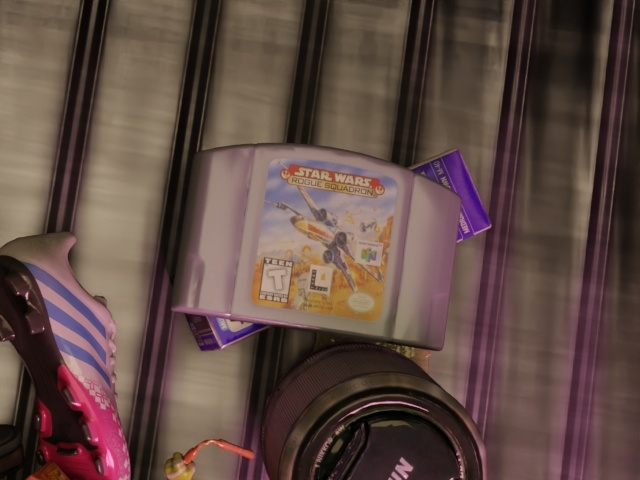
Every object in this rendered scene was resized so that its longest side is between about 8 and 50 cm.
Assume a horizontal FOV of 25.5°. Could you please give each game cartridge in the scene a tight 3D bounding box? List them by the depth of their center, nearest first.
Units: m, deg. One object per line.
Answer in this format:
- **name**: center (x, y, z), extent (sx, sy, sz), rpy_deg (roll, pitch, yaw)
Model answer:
- **game cartridge**: center (0.000, 0.000, 1.504), extent (0.297, 0.062, 0.198), rpy_deg (9, 87, -11)

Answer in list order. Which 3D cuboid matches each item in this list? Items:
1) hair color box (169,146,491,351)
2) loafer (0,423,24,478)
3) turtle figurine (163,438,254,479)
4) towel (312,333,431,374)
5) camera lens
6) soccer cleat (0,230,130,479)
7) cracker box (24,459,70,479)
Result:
- **hair color box**: center (0.006, 0.014, 1.624), extent (0.338, 0.185, 0.110), rpy_deg (-22, 89, -12)
- **loafer**: center (-0.466, 0.284, 1.555), extent (0.302, 0.109, 0.095), rpy_deg (-15, 107, -7)
- **turtle figurine**: center (-0.141, 0.351, 1.584), extent (0.217, 0.087, 0.269), rpy_deg (-22, 127, 4)
- **towel**: center (0.063, 0.140, 1.704), extent (0.148, 0.027, 0.110), rpy_deg (6, 82, -10)
- **camera lens**: center (0.051, 0.233, 1.548), extent (0.219, 0.274, 0.219), rpy_deg (-1, 96, -8)
- **soccer cleat**: center (-0.268, 0.145, 1.594), extent (0.143, 0.116, 0.331), rpy_deg (-35, 111, -51)
- **cracker box**: center (-0.326, 0.372, 1.528), extent (0.232, 0.067, 0.156), rpy_deg (-43, 88, 13)
